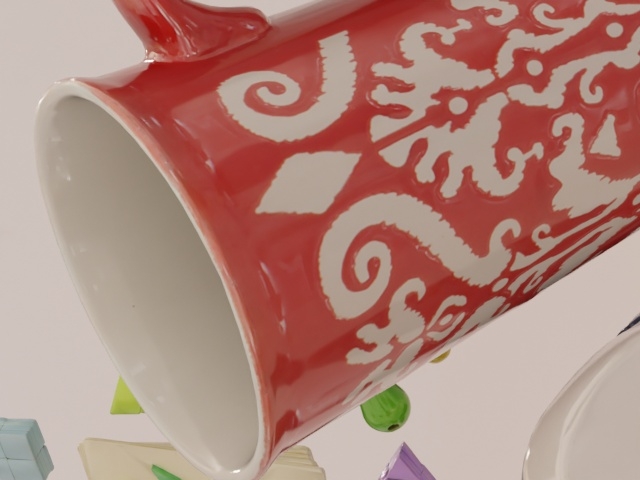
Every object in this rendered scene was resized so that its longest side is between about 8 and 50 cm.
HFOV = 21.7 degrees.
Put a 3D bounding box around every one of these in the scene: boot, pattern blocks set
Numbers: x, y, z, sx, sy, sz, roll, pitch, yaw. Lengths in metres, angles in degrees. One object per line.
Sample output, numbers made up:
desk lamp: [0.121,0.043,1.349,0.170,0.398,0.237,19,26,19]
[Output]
boot: [0.105,0.050,0.483,0.086,0.190,0.069,-25,-93,50]
pattern blocks set: [-0.067,0.191,1.113,0.325,0.285,0.026,-9,-149,26]

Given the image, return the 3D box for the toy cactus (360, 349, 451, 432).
toy cactus: [0.000,0.000,0.963,0.112,0.180,0.219,14,-77,61]

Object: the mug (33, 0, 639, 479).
mug: [0.023,-0.035,0.443,0.113,0.169,0.150,42,-32,40]
